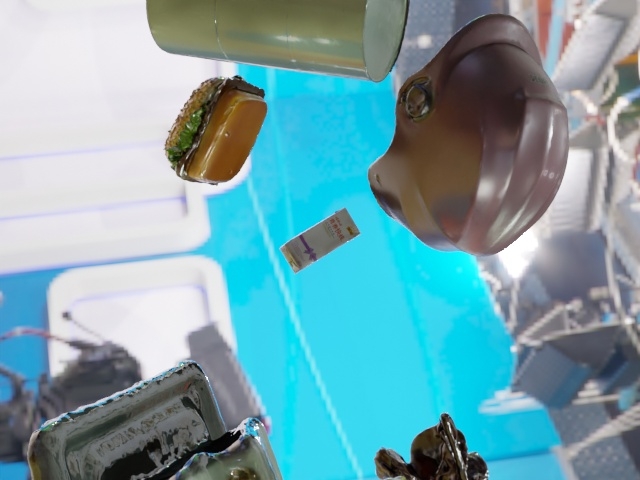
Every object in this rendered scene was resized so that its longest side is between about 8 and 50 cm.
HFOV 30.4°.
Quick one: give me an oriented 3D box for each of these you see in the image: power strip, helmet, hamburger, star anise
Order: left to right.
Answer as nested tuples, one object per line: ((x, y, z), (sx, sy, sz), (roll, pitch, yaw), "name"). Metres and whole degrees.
((-0.152, -0.160, 1.650), (0.166, 0.087, 0.137), (-60, 155, 10), "hamburger")
((-0.048, 0.195, 0.656), (0.251, 0.092, 0.257), (-5, 75, -84), "power strip")
((0.147, 0.356, 1.623), (0.126, 0.190, 0.220), (55, 1, 42), "star anise")
((0.233, -0.122, 1.637), (0.197, 0.271, 0.338), (50, -62, 38), "helmet")

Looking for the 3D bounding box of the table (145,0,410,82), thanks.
((-0.040, -0.223, 1.108), (0.126, 0.220, 0.126), (12, 90, -70), "table")

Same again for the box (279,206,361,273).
((0.000, 0.000, 1.773), (0.050, 0.117, 0.036), (57, -18, 0), "box")

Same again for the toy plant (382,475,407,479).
((0.092, 0.344, 1.305), (0.093, 0.093, 0.162), (149, -74, -81), "toy plant")
